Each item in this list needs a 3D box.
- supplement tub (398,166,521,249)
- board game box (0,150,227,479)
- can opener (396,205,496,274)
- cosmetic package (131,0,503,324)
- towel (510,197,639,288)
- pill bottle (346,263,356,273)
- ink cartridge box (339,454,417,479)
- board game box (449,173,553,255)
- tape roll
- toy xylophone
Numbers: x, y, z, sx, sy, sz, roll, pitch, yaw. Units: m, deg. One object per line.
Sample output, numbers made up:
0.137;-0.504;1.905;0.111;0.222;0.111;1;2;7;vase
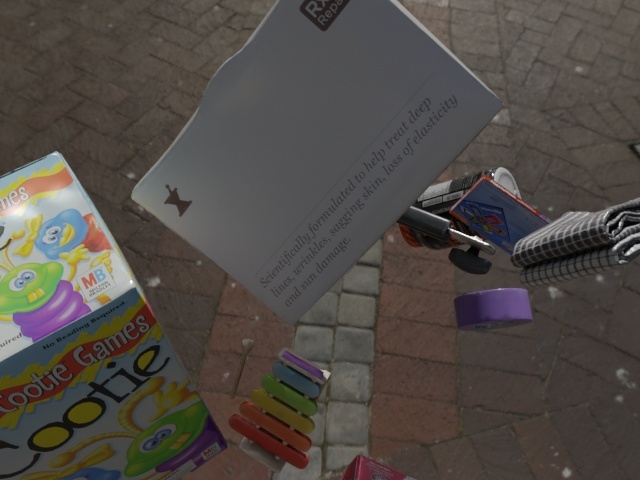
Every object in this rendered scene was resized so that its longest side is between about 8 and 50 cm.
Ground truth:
0.420;-0.087;1.711;0.338;0.207;0.207;-15;40;40;supplement tub
-0.189;0.099;0.431;0.144;0.275;0.142;-30;56;-18;board game box
0.279;-0.007;1.341;0.283;0.076;0.095;24;84;26;can opener
0.014;-0.114;0.528;0.156;0.217;0.385;40;21;-8;cosmetic package
0.579;-0.007;1.200;0.283;0.235;0.121;-21;85;-36;towel
0.000;0.000;1.230;0.131;0.131;0.229;-13;17;-13;pill bottle
0.117;0.555;0.984;0.207;0.117;0.283;26;29;-1;ink cartridge box
0.501;-0.047;1.493;0.281;0.145;0.027;33;41;-7;board game box
0.445;0.182;1.452;0.189;0.189;0.080;-4;74;-7;tape roll
-0.105;0.361;1.253;0.236;0.323;0.081;21;27;14;toy xylophone
